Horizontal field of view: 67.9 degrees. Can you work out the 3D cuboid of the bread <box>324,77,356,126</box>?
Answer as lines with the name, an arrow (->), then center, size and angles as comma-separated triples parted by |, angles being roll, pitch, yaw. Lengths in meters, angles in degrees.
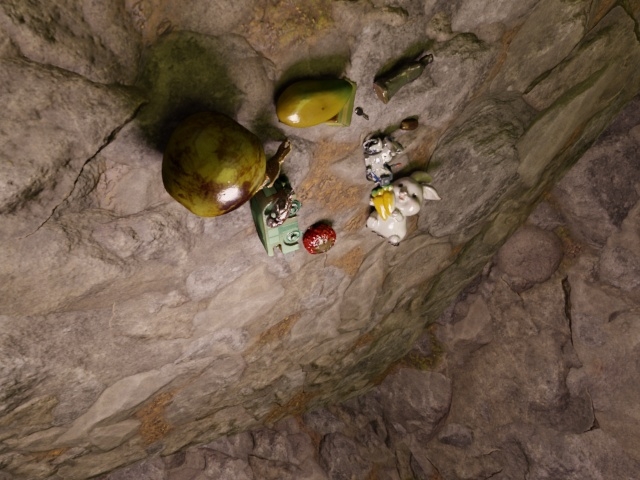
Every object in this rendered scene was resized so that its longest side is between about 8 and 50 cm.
bread -> 0.055, -0.434, 1.499 | 0.074, 0.084, 0.139 | 4, 98, -45

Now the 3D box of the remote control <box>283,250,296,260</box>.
remote control -> -0.133, 0.021, 1.869 | 0.049, 0.027, 0.184 | -29, 151, -11

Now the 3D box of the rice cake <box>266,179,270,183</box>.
rice cake -> -0.225, -0.177, 1.500 | 0.210, 0.043, 0.034 | -28, 141, -3

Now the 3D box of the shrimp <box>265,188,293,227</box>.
shrimp -> -0.121, -0.103, 1.480 | 0.065, 0.057, 0.165 | 7, 126, -25

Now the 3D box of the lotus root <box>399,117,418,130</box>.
lotus root -> 0.333, -0.427, 1.752 | 0.083, 0.030, 0.037 | -16, 140, -30

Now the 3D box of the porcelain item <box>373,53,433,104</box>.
porcelain item -> 0.273, -0.535, 1.529 | 0.215, 0.069, 0.081 | -36, 143, 0

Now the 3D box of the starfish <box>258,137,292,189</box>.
starfish -> -0.161, -0.199, 1.403 | 0.231, 0.295, 0.048 | -35, 118, 23

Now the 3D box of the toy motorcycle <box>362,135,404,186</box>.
toy motorcycle -> 0.235, -0.299, 1.764 | 0.150, 0.102, 0.221 | -13, 142, 0

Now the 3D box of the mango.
mango -> -0.018, -0.400, 1.390 | 0.237, 0.091, 0.137 | -11, 139, -23

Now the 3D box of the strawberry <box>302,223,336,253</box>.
strawberry -> 0.000, 0.000, 1.911 | 0.145, 0.086, 0.145 | -24, 143, -20

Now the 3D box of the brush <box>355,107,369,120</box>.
brush -> 0.141, -0.423, 1.596 | 0.024, 0.008, 0.083 | -50, 145, 13

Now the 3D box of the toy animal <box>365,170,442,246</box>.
toy animal -> 0.336, -0.145, 1.975 | 0.247, 0.183, 0.310 | -1, 128, -49

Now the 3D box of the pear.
pear -> -0.278, -0.193, 1.241 | 0.283, 0.284, 0.284 | -25, 145, -19

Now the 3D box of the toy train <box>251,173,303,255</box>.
toy train -> -0.149, -0.088, 1.629 | 0.159, 0.129, 0.326 | -20, 144, -15
